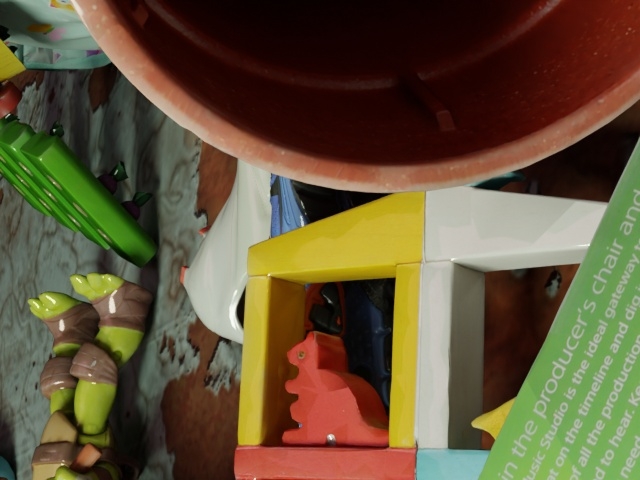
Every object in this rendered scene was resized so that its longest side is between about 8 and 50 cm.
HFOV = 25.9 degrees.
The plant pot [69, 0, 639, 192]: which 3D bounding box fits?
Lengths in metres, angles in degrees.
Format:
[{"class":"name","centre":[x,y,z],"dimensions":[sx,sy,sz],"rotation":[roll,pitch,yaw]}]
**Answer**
[{"class":"plant pot","centre":[0.003,-0.192,0.557],"dimensions":[0.265,0.272,0.272],"rotation":[-126,53,-61]}]

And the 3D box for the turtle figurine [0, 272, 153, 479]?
[{"class":"turtle figurine","centre":[-0.159,0.135,0.914],"dimensions":[0.269,0.087,0.217],"rotation":[144,136,-61]}]

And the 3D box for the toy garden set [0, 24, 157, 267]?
[{"class":"toy garden set","centre":[-0.220,-0.089,1.008],"dimensions":[0.049,0.204,0.244],"rotation":[-46,29,-13]}]

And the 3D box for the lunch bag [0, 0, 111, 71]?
[{"class":"lunch bag","centre":[-0.187,-0.246,1.008],"dimensions":[0.262,0.160,0.223],"rotation":[172,102,-70]}]

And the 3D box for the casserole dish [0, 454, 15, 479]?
[{"class":"casserole dish","centre":[-0.300,0.224,1.176],"dimensions":[0.188,0.037,0.114],"rotation":[-3,79,58]}]

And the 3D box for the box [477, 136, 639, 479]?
[{"class":"box","centre":[0.185,0.052,0.348],"dimensions":[0.322,0.058,0.232],"rotation":[32,100,54]}]

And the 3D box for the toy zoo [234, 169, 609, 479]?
[{"class":"toy zoo","centre":[0.046,0.095,0.556],"dimensions":[0.192,0.030,0.293],"rotation":[-7,75,37]}]

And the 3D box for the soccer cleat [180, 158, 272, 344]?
[{"class":"soccer cleat","centre":[-0.019,-0.035,0.758],"dimensions":[0.076,0.068,0.196],"rotation":[33,113,43]}]

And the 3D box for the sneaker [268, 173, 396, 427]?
[{"class":"sneaker","centre":[0.000,0.000,0.695],"dimensions":[0.087,0.083,0.221],"rotation":[-26,57,60]}]
